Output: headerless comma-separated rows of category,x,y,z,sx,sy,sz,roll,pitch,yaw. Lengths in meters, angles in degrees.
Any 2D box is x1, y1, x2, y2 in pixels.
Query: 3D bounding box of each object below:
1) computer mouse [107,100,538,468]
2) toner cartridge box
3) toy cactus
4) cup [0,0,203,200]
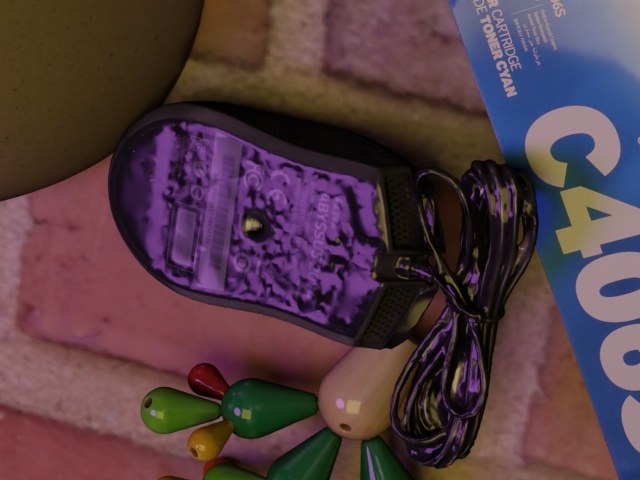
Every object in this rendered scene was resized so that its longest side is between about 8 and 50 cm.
computer mouse,0.000,0.000,1.134,0.272,0.072,0.188,23,114,24
toner cartridge box,0.192,-0.048,1.072,0.165,0.075,0.347,-17,104,21
toy cactus,0.004,0.131,1.198,0.219,0.112,0.180,36,97,5
cup,-0.259,-0.149,1.086,0.331,0.237,0.331,6,111,16
